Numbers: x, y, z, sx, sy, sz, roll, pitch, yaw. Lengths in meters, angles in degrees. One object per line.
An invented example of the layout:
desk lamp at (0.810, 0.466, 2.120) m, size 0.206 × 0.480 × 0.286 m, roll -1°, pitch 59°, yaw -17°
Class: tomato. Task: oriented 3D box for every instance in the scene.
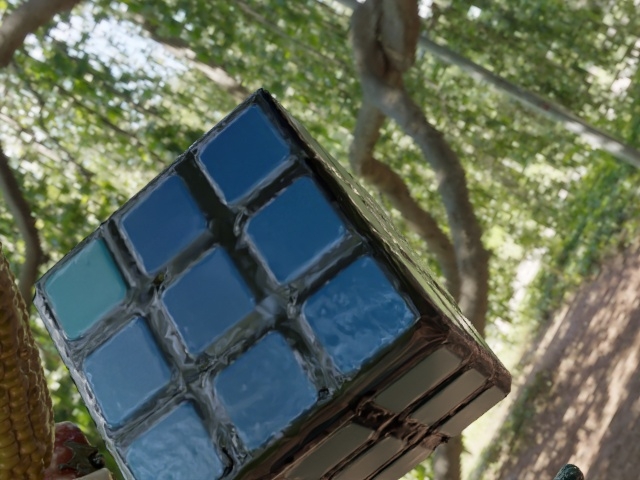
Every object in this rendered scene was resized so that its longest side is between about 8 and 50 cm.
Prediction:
tomato at (-0.249, 0.254, 0.850) m, size 0.091 × 0.159 × 0.139 m, roll -14°, pitch -38°, yaw -43°

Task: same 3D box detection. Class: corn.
corn at (-0.247, 0.058, 0.620) m, size 0.101 × 0.101 × 0.311 m, roll -50°, pitch -39°, yaw -53°

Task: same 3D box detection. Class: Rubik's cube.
Rubik's cube at (-0.020, 0.051, 0.479) m, size 0.160 × 0.162 × 0.163 m, roll -39°, pitch -27°, yaw 7°

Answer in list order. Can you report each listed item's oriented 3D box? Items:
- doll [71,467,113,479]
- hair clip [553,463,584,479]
doll at (-0.149, 0.317, 0.736) m, size 0.154 × 0.119 × 0.278 m, roll -152°, pitch 46°, yaw -67°
hair clip at (0.164, 0.269, 0.792) m, size 0.230 × 0.039 × 0.070 m, roll -61°, pitch 3°, yaw 41°
